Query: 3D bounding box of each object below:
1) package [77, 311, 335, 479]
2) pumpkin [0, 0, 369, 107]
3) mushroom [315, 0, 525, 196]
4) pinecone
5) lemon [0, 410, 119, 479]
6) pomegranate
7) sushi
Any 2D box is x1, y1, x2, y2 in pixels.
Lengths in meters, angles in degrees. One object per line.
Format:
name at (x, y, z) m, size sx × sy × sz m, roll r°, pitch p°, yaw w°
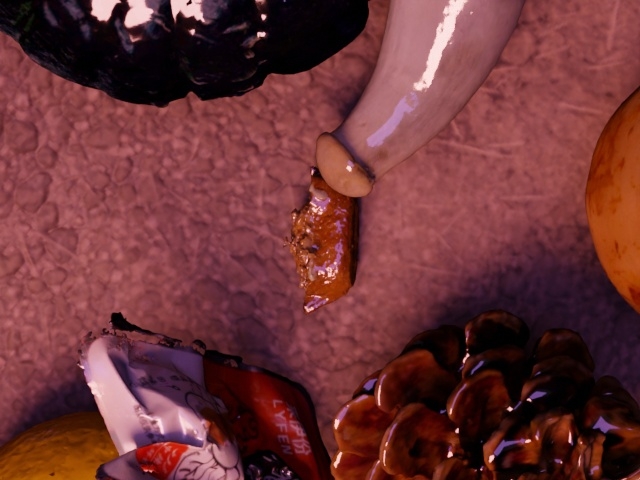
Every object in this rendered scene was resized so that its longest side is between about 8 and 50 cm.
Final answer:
package at (-0.077, 0.161, 1.280) m, size 0.071 × 0.269 × 0.194 m, roll -22°, pitch 59°, yaw 28°
pumpkin at (-0.104, -0.275, 1.256) m, size 0.363 × 0.266 × 0.363 m, roll 0°, pitch 95°, yaw -5°
mushroom at (0.088, -0.155, 1.344) m, size 0.118 × 0.103 × 0.270 m, roll 14°, pitch 103°, yaw -36°
pinecone at (0.146, 0.180, 1.297) m, size 0.244 × 0.309 × 0.244 m, roll -8°, pitch 109°, yaw -23°
lemon at (-0.177, 0.255, 1.322) m, size 0.240 × 0.219 × 0.240 m, roll 0°, pitch 94°, yaw 5°
pomegranate at (0.326, -0.029, 1.296) m, size 0.248 × 0.248 × 0.248 m, roll 0°, pitch 95°, yaw 0°
sushi at (0.001, 0.001, 1.384) m, size 0.060 × 0.061 × 0.118 m, roll 2°, pitch 75°, yaw 8°
